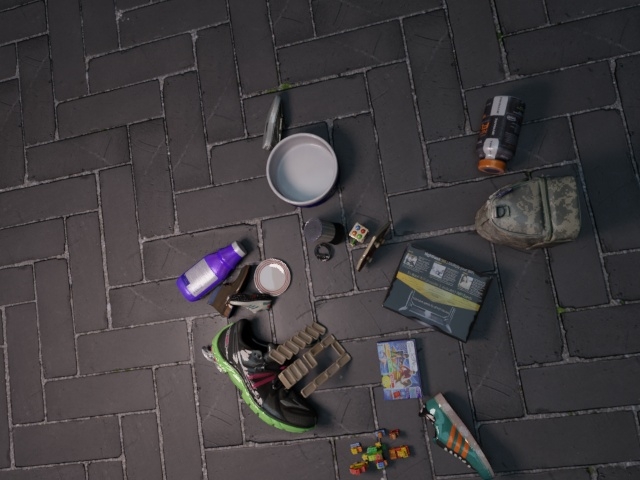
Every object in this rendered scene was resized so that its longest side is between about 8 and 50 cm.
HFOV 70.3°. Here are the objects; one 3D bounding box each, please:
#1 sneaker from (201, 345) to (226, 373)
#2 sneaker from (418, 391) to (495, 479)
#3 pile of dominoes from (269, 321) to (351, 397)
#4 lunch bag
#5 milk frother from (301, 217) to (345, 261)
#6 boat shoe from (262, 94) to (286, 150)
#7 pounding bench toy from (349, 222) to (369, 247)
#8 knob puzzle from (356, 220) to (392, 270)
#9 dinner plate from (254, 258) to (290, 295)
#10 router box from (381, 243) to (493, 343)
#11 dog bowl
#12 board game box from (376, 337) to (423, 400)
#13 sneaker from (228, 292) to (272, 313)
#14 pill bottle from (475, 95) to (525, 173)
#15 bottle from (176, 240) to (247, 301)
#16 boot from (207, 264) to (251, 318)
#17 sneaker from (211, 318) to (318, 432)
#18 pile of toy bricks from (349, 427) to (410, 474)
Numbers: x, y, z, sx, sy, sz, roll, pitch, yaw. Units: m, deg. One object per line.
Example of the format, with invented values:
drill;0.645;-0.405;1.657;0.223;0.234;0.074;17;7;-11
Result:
sneaker;-0.389;0.440;1.719;0.135;0.052;0.058;40;83;4
sneaker;0.449;0.667;1.513;0.121;0.108;0.302;-37;72;6
pile of dominoes;-0.041;0.414;1.600;0.251;0.040;0.196;-30;75;-36
lunch bag;0.638;-0.080;1.439;0.256;0.305;0.212;-6;83;9
milk frother;0.000;0.000;1.636;0.129;0.135;0.143;-6;80;41
boat shoe;-0.171;-0.447;1.746;0.070;0.078;0.219;13;83;-23
pounding bench toy;0.133;-0.014;1.648;0.052;0.065;0.083;33;92;11
knob puzzle;0.183;0.039;1.580;0.030;0.213;0.213;34;92;11
dinner plate;-0.182;0.140;1.718;0.141;0.017;0.141;-1;86;11
router box;0.399;0.179;1.573;0.309;0.081;0.243;23;90;12
dog bowl;-0.060;-0.256;1.686;0.265;0.104;0.264;-1;84;10
board game box;0.279;0.451;1.594;0.136;0.035;0.201;-8;84;10
sneaker;-0.259;0.238;1.673;0.161;0.057;0.075;2;118;-23
pill bottle;0.611;-0.356;1.556;0.130;0.130;0.245;13;87;11
bottle;-0.408;0.110;1.724;0.283;0.092;0.118;-39;80;5
boot;-0.344;0.176;1.712;0.106;0.082;0.219;25;92;9
sneaker;-0.181;0.473;1.604;0.483;0.185;0.202;44;97;10
pile of toy bricks;0.191;0.725;1.550;0.212;0.105;0.118;-18;82;8
